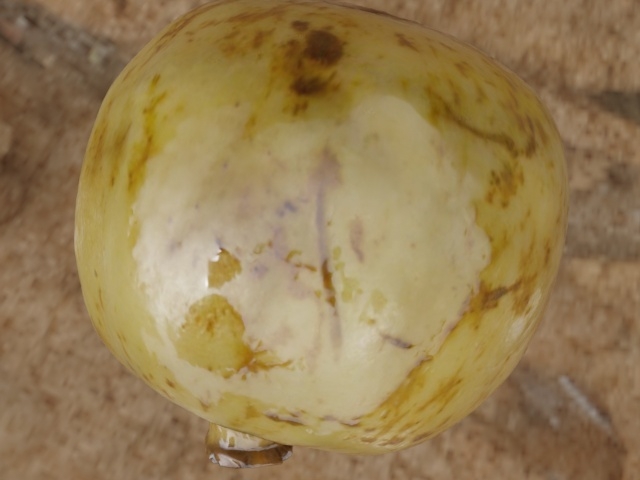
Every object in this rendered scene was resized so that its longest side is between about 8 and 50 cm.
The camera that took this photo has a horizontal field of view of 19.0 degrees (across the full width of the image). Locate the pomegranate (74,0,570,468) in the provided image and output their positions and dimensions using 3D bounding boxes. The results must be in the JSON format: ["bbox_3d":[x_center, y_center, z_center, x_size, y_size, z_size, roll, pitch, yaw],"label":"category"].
[{"bbox_3d":[0.000,0.000,0.832,0.215,0.215,0.215,5,120,8],"label":"pomegranate"}]
